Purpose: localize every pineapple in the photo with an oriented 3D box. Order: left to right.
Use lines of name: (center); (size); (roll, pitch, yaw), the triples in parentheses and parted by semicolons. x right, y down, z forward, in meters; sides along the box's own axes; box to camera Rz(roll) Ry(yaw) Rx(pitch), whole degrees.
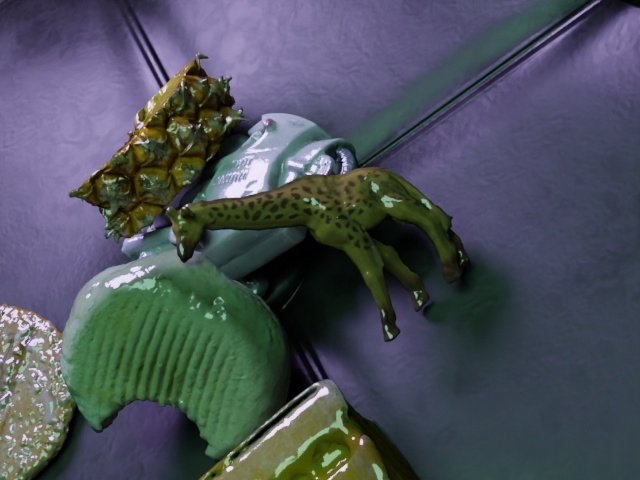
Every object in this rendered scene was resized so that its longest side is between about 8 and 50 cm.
pineapple: (-0.141, -0.107, 1.755); (0.135, 0.079, 0.233); (-27, 25, 36)

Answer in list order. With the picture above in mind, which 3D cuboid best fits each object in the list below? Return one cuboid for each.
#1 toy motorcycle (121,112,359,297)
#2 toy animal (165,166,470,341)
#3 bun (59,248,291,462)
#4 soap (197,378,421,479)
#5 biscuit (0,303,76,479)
toy motorcycle: (-0.074, -0.040, 1.744); (0.260, 0.110, 0.171); (-30, 38, 21)
toy animal: (0.003, -0.009, 1.615); (0.054, 0.276, 0.149); (164, 127, -77)
bun: (-0.129, 0.102, 1.660); (0.204, 0.212, 0.126); (-49, 5, 27)
soap: (-0.028, 0.326, 1.482); (0.335, 0.156, 0.293); (-42, 50, 3)
biscuit: (-0.335, 0.164, 1.817); (0.220, 0.033, 0.219); (-12, 61, 23)
